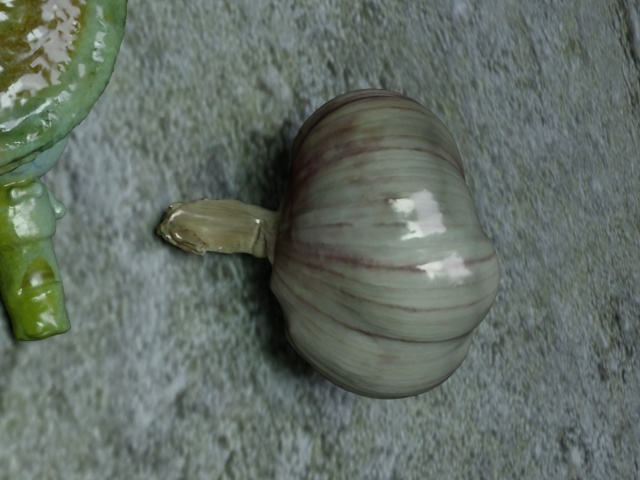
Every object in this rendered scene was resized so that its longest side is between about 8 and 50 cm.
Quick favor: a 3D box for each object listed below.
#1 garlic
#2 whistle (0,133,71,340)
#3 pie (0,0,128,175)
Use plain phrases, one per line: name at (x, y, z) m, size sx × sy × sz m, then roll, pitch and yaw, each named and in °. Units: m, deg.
garlic at (0.000, 0.000, 0.827) m, size 0.253 × 0.245 × 0.245 m, roll 0°, pitch 77°, yaw -15°
whistle at (-0.195, -0.036, 0.668) m, size 0.104 × 0.057 × 0.198 m, roll -20°, pitch 103°, yaw -42°
pie at (-0.239, -0.160, 0.578) m, size 0.302 × 0.067 × 0.302 m, roll 9°, pitch 72°, yaw -30°
